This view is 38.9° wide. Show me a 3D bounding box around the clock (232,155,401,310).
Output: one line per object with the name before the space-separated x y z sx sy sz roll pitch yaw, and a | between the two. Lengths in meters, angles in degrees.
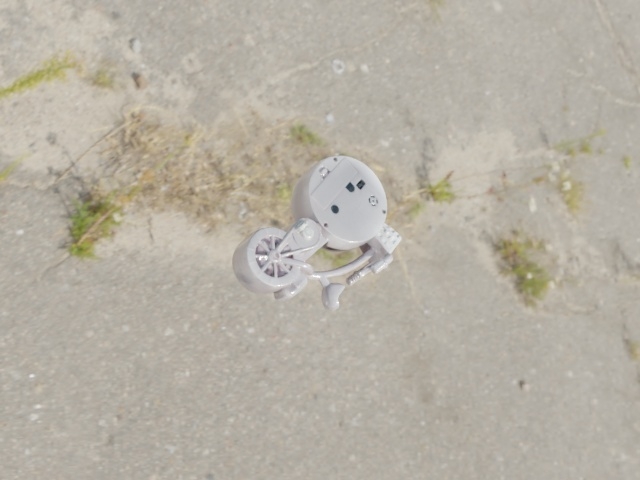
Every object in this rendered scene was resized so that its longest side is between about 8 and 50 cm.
clock | 0.000 0.000 0.618 0.129 0.041 0.087 -40 97 -34
